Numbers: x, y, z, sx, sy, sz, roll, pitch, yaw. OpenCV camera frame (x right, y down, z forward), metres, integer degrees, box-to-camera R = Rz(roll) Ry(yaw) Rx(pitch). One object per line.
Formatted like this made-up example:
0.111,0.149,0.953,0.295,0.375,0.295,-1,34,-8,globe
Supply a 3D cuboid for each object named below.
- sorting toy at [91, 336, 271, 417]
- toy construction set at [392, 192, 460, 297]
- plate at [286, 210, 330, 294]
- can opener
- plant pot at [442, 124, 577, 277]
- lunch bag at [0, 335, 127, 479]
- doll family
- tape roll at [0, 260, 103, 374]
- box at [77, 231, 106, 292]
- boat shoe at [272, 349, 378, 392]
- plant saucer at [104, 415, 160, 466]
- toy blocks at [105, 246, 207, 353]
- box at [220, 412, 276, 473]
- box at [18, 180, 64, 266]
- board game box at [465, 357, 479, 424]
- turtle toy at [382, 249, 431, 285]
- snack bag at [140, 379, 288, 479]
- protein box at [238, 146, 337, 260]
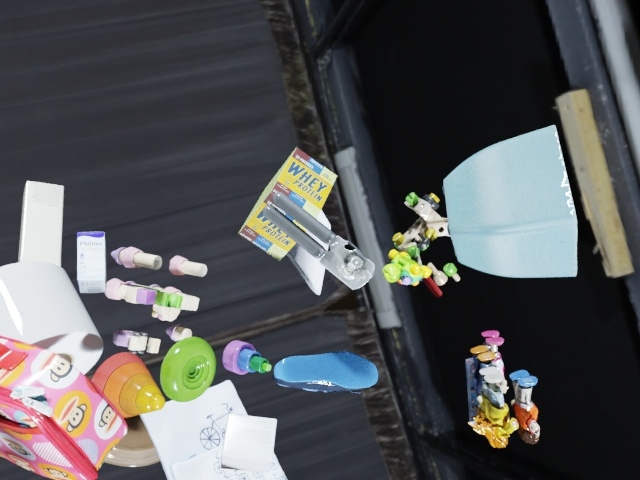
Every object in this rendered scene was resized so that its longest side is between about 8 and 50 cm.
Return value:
-0.230,0.256,1.229,0.126,0.366,0.126,9,-81,40,sorting toy
0.313,-0.004,2.071,0.237,0.258,0.308,49,25,-28,toy construction set
-0.047,-0.008,2.105,0.277,0.045,0.277,57,35,-50,plate
0.000,0.000,1.486,0.283,0.076,0.095,39,9,3,can opener
0.404,-0.063,1.446,0.248,0.253,0.247,57,29,-56,plant pot
-0.446,0.220,0.955,0.120,0.293,0.258,-60,146,-38,lunch bag
0.328,0.299,1.280,0.263,0.119,0.163,-103,-177,-71,doll family
-0.549,0.178,1.221,0.169,0.246,0.246,53,-23,23,tape roll
-0.620,0.060,1.802,0.126,0.072,0.137,129,-42,-64,box
0.009,0.315,1.612,0.089,0.259,0.108,126,-29,-58,boat shoe
-0.585,0.589,2.020,0.278,0.278,0.041,-136,-121,-63,plant saucer
-0.569,0.183,2.120,0.289,0.260,0.308,18,82,-61,toy blocks
-0.147,0.413,1.350,0.102,0.101,0.087,105,-9,-54,box
-0.821,-0.033,1.954,0.094,0.113,0.275,-45,-136,49,box
0.442,0.448,1.780,0.194,0.060,0.194,-67,138,-57,board game box
0.196,0.071,1.583,0.095,0.130,0.066,36,-75,35,turtle toy
-0.265,0.533,1.703,0.037,0.323,0.342,-43,-112,35,snack bag
-0.085,-0.095,1.760,0.201,0.136,0.199,-47,-167,45,protein box
